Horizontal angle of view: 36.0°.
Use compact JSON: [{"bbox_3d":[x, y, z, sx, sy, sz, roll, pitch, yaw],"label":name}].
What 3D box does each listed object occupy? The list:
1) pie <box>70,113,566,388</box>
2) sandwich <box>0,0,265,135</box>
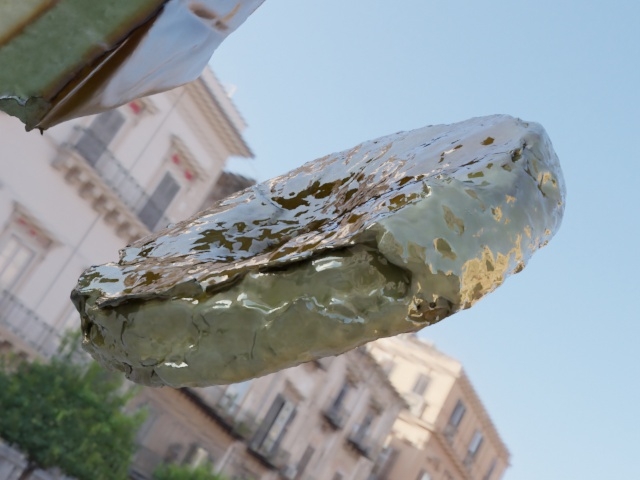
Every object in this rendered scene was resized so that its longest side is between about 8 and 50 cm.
[{"bbox_3d":[0.000,0.000,0.640,0.339,0.339,0.083,-2,-71,56],"label":"pie"},{"bbox_3d":[-0.156,-0.182,0.713,0.155,0.227,0.198,45,-7,4],"label":"sandwich"}]
